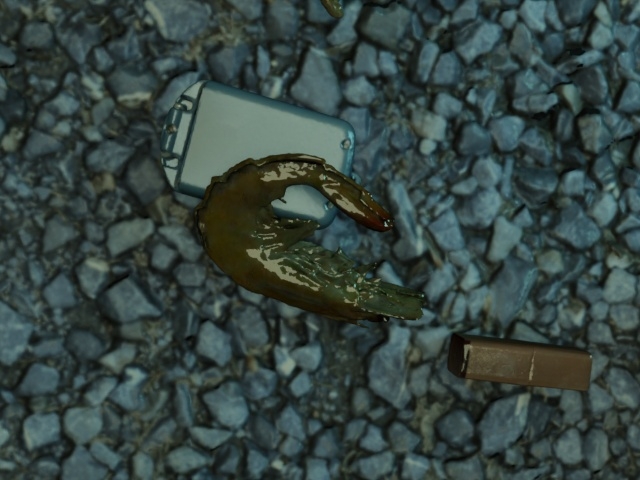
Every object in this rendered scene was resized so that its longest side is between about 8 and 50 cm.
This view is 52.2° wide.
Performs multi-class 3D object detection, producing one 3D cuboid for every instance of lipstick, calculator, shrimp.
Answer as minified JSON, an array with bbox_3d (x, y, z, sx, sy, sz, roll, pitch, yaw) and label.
[{"bbox_3d":[0.215,0.132,0.708,0.145,0.045,0.045,7,89,-7],"label":"lipstick"},{"bbox_3d":[-0.058,-0.086,0.670,0.210,0.039,0.121,14,92,-8],"label":"calculator"},{"bbox_3d":[0.000,-0.001,0.646,0.253,0.058,0.173,17,121,-5],"label":"shrimp"}]

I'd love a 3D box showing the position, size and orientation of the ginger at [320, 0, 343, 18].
[{"bbox_3d":[0.036,-0.351,0.635,0.218,0.123,0.270,2,101,-4],"label":"ginger"}]
